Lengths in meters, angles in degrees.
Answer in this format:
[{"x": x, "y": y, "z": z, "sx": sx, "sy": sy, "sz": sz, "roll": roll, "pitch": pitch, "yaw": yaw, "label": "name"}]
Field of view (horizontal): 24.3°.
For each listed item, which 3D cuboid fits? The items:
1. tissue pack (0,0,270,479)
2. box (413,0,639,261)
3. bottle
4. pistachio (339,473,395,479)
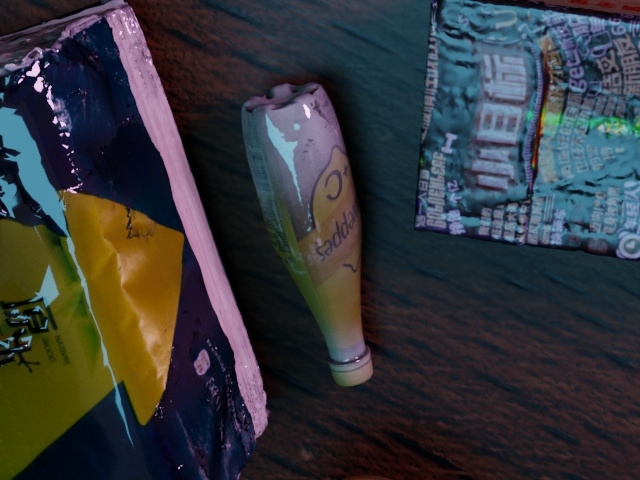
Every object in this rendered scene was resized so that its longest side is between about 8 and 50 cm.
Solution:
[{"x": -0.233, "y": 0.031, "z": 1.251, "sx": 0.264, "sy": 0.253, "sz": 0.416, "roll": -10, "pitch": 107, "yaw": 20, "label": "tissue pack"}, {"x": 0.236, "y": -0.089, "z": 1.158, "sx": 0.310, "sy": 0.084, "sz": 0.198, "roll": 9, "pitch": 114, "yaw": 12, "label": "box"}, {"x": 0.000, "y": 0.000, "z": 1.265, "sx": 0.083, "sy": 0.083, "sz": 0.269, "roll": -8, "pitch": 113, "yaw": 19, "label": "bottle"}, {"x": 0.079, "y": 0.322, "z": 1.334, "sx": 0.260, "sy": 0.163, "sz": 0.213, "roll": 39, "pitch": 150, "yaw": -5, "label": "pistachio"}]
